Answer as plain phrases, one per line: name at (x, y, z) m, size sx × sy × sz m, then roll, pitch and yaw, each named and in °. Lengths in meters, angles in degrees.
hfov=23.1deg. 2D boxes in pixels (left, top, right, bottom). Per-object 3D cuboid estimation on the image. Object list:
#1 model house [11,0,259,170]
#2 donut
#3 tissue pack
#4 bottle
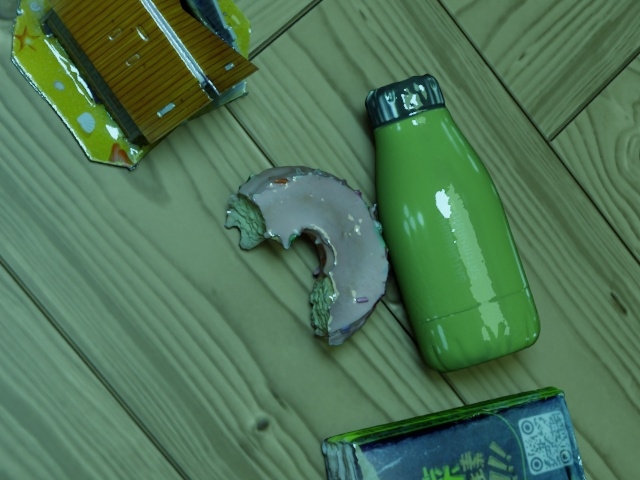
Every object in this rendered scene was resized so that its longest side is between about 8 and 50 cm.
model house at (-0.144, -0.196, 1.299) m, size 0.207 × 0.136 × 0.219 m, roll -37°, pitch 97°, yaw -25°
donut at (0.000, 0.000, 1.373) m, size 0.117 × 0.065 × 0.166 m, roll -34°, pitch 97°, yaw -25°
tissue pack at (0.129, 0.235, 1.388) m, size 0.235 × 0.073 × 0.173 m, roll -11°, pitch 85°, yaw -27°
bottle at (0.110, -0.018, 1.403) m, size 0.112 × 0.112 × 0.260 m, roll -17°, pitch 88°, yaw -27°
